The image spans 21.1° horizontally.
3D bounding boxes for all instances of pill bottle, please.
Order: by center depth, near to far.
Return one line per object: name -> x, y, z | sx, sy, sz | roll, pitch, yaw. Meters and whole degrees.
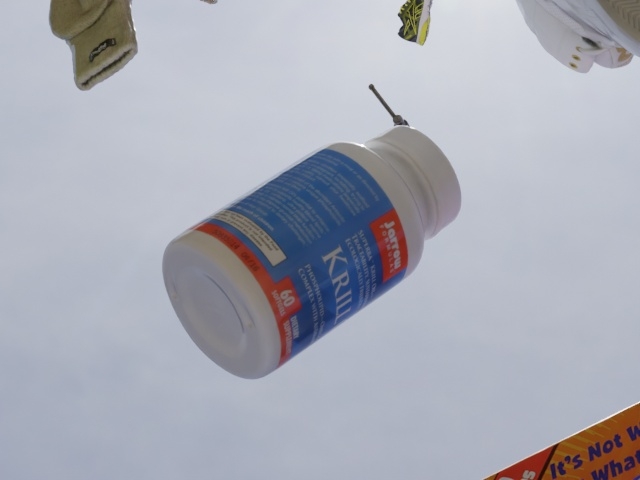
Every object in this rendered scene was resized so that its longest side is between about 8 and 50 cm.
pill bottle -> 0.000, 0.000, 1.300 | 0.221, 0.124, 0.124 | -34, -136, -30

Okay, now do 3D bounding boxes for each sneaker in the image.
sneaker -> 0.242, -0.178, 1.305 | 0.108, 0.169, 0.292 | -43, -126, -4
sneaker -> 0.099, -0.244, 1.807 | 0.035, 0.083, 0.031 | 9, -151, 7

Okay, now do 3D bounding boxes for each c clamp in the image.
c clamp -> 0.115, -0.098, 1.974 | 0.022, 0.160, 0.137 | -32, -119, 3

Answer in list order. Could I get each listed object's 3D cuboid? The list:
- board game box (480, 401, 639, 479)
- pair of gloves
board game box -> 0.384, 0.338, 1.351 | 0.357, 0.356, 0.356 | -27, -137, 0
pair of gloves -> -0.161, -0.266, 1.669 | 0.240, 0.042, 0.204 | -39, -136, 10
